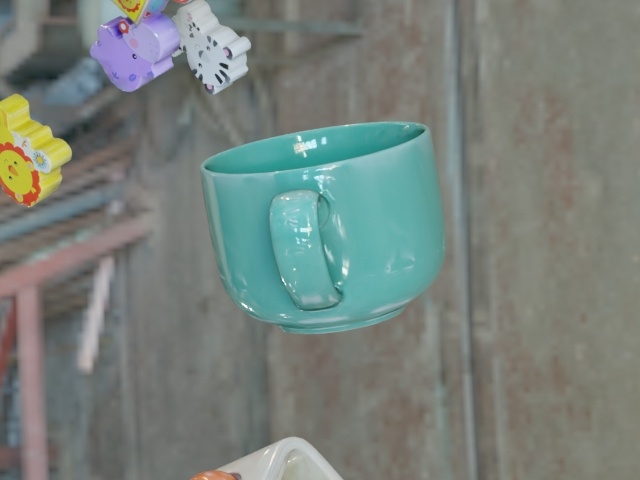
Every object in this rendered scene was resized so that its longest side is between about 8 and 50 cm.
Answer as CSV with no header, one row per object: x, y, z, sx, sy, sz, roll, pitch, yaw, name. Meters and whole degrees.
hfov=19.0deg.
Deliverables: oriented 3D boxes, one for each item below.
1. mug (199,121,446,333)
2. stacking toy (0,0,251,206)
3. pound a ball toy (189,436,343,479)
-0.004,-0.001,1.045,0.129,0.157,0.097,2,107,41,mug
-0.082,-0.126,1.005,0.052,0.167,0.221,44,138,11,stacking toy
-0.106,0.269,1.447,0.319,0.136,0.208,-28,22,35,pound a ball toy
